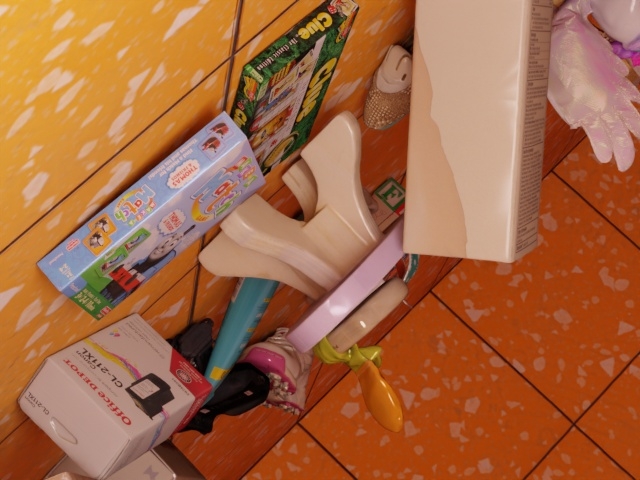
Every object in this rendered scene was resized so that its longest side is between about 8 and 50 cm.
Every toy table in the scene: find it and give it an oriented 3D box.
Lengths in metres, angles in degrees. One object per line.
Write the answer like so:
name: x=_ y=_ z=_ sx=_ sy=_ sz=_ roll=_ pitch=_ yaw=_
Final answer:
toy table: x=-0.004 y=-0.005 z=1.708 sx=0.252 sy=0.161 sz=0.274 roll=-44 pitch=180 yaw=15

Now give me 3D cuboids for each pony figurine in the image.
pony figurine: x=0.349 y=-0.268 z=1.786 sx=0.303 sy=0.351 sz=0.363 roll=2 pitch=131 yaw=-49

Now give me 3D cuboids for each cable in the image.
cable: x=-0.197 y=0.187 z=1.992 sx=0.184 sy=0.047 sz=0.150 roll=-50 pitch=164 yaw=-50

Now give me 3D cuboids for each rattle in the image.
rattle: x=0.093 y=0.102 z=1.761 sx=0.200 sy=0.143 sz=0.130 roll=-36 pitch=159 yaw=-56

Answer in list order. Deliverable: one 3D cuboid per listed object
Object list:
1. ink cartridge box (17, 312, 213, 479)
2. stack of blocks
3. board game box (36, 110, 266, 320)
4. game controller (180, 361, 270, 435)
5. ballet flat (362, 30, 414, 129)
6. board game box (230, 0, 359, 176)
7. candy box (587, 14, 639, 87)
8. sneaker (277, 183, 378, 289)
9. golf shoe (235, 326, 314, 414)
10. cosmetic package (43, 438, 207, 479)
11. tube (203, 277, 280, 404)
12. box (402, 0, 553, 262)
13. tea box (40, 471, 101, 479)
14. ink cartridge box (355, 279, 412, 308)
ink cartridge box: x=-0.217 y=0.165 z=1.653 sx=0.072 sy=0.127 sz=0.175 roll=-52 pitch=169 yaw=26
stack of blocks: x=0.056 y=0.042 z=2.439 sx=0.171 sy=0.087 sz=0.297 roll=-43 pitch=169 yaw=-24
board game box: x=-0.149 y=-0.019 z=1.415 sx=0.211 sy=0.039 sz=0.160 roll=-41 pitch=168 yaw=-5
game controller: x=-0.161 y=0.229 z=2.252 sx=0.166 sy=0.067 sz=0.319 roll=-31 pitch=170 yaw=-1
ballet flat: x=0.113 y=-0.218 z=1.771 sx=0.206 sy=0.073 sz=0.067 roll=-49 pitch=143 yaw=-4
board game box: x=-0.041 y=-0.132 z=1.522 sx=0.136 sy=0.030 sz=0.259 roll=-44 pitch=170 yaw=-26
candy box: x=0.383 y=-0.285 z=2.251 sx=0.087 sy=0.183 sz=0.316 roll=-45 pitch=170 yaw=-5
sneaker: x=0.000 y=0.000 z=2.020 sx=0.190 sy=0.083 sz=0.071 roll=-49 pitch=153 yaw=6
golf shoe: x=-0.071 y=0.191 z=2.518 sx=0.306 sy=0.115 sz=0.140 roll=80 pitch=28 yaw=-74
cosmetic package: x=-0.266 y=0.337 z=2.123 sx=0.153 sy=0.129 sz=0.296 roll=-45 pitch=171 yaw=-6
tube: x=-0.113 y=0.124 z=2.004 sx=0.207 sy=0.052 sz=0.080 roll=-65 pitch=167 yaw=15
box: x=0.169 y=-0.141 z=1.629 sx=0.148 sy=0.121 sz=0.311 roll=-16 pitch=110 yaw=-70
tea box: x=-0.325 y=0.381 z=1.485 sx=0.324 sy=0.220 sz=0.329 roll=-22 pitch=169 yaw=-1
ink cartridge box: x=0.038 y=0.049 z=2.111 sx=0.061 sy=0.181 sz=0.104 roll=-47 pitch=170 yaw=1
